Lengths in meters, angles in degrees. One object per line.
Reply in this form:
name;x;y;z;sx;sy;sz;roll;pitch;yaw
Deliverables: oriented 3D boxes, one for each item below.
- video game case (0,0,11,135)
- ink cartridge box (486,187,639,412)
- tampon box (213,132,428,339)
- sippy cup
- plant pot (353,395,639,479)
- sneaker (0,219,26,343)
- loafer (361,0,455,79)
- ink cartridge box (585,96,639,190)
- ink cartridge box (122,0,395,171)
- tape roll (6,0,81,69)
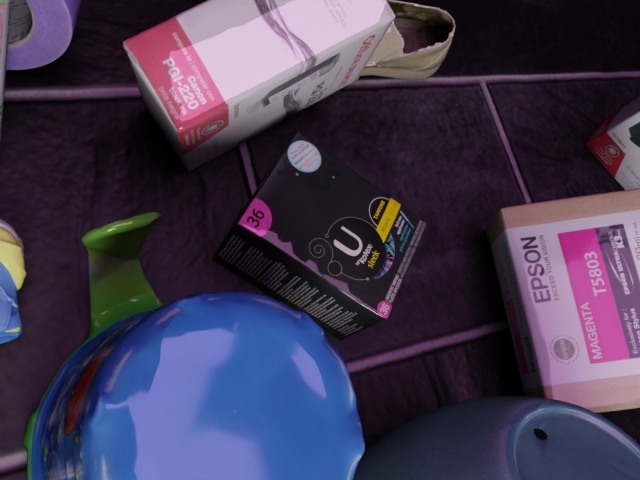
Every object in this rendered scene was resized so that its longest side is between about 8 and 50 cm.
video game case;-0.353;-0.161;0.460;0.212;0.193;0.023;14;41;-19
ink cartridge box;0.311;0.069;0.683;0.193;0.088;0.235;-9;73;2
tampon box;0.000;0.000;0.604;0.161;0.101;0.120;33;60;-9
sippy cup;-0.087;0.141;0.442;0.305;0.224;0.240;35;61;-9
plant pot;0.155;0.234;0.465;0.290;0.195;0.290;13;38;-10
sneaker;-0.336;0.059;0.439;0.240;0.091;0.126;-14;78;-29
loafer;0.048;-0.250;0.726;0.268;0.092;0.102;-10;75;-27
ink cartridge box;0.480;-0.144;0.831;0.127;0.175;0.072;47;59;-1
ink cartridge box;-0.057;-0.168;0.576;0.217;0.158;0.092;-33;90;-11
tape roll;-0.298;-0.234;0.510;0.188;0.189;0.080;12;66;-20
